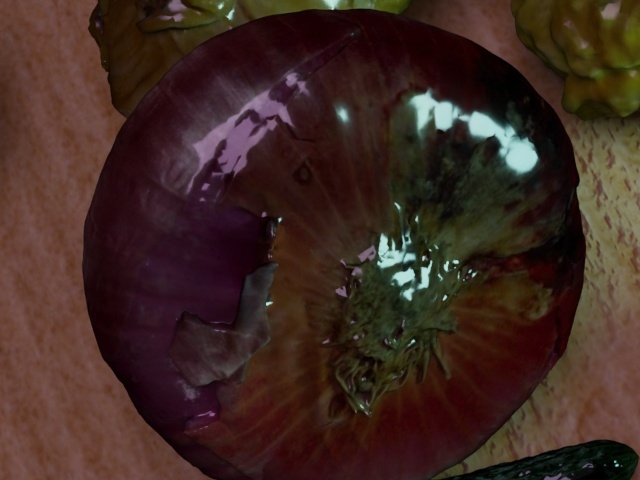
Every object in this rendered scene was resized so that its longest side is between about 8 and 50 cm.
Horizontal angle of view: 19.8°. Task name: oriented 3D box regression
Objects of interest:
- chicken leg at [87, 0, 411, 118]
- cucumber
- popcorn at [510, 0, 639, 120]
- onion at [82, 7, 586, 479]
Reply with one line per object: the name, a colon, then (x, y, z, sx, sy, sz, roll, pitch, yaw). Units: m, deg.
chicken leg: (0.001, -0.253, 1.348, 0.409, 0.182, 0.295, -32, 39, 10)
cucumber: (0.116, 0.179, 1.265, 0.214, 0.052, 0.058, -14, 43, 5)
popcorn: (0.252, -0.201, 1.280, 0.266, 0.192, 0.233, -22, 74, 23)
onion: (0.000, 0.000, 1.240, 0.347, 0.347, 0.285, -46, 27, -5)
